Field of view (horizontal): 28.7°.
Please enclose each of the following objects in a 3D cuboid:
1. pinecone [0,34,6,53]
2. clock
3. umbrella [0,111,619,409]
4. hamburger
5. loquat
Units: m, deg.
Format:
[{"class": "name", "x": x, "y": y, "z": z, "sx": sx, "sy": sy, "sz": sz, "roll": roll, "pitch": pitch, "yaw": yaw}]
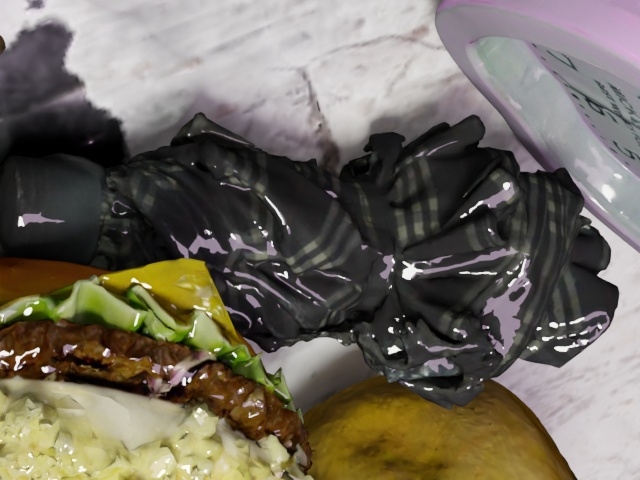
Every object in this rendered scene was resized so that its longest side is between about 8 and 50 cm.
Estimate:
[{"class": "pinecone", "x": -0.197, "y": -0.084, "z": 0.438, "sx": 0.205, "sy": 0.179, "sz": 0.184, "roll": -27, "pitch": 148, "yaw": -27}, {"class": "clock", "x": 0.213, "y": -0.046, "z": 0.617, "sx": 0.102, "sy": 0.338, "sz": 0.338, "roll": -49, "pitch": 133, "yaw": 0}, {"class": "umbrella", "x": 0.005, "y": -0.012, "z": 0.646, "sx": 0.337, "sy": 0.128, "sz": 0.154, "roll": 19, "pitch": 82, "yaw": -25}, {"class": "hamburger", "x": -0.126, "y": 0.109, "z": 0.592, "sx": 0.262, "sy": 0.138, "sz": 0.243, "roll": -5, "pitch": 144, "yaw": 17}, {"class": "loquat", "x": 0.054, "y": 0.190, "z": 0.746, "sx": 0.244, "sy": 0.244, "sz": 0.243, "roll": -16, "pitch": 128, "yaw": -22}]
